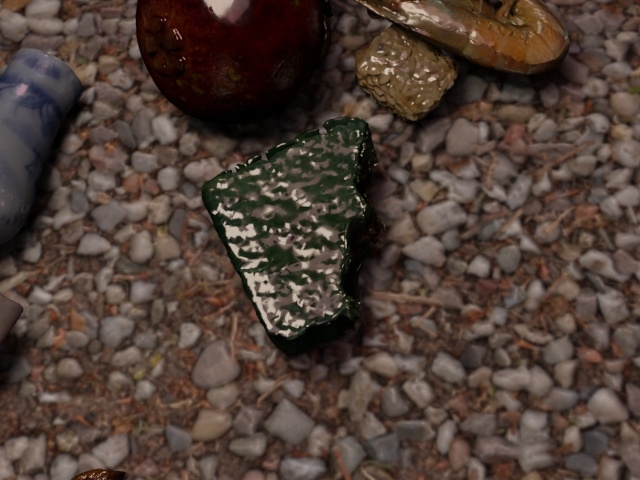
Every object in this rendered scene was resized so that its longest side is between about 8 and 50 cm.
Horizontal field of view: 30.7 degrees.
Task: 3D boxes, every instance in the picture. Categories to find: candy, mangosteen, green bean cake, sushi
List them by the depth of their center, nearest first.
[{"bbox_3d":[-0.234,0.262,1.146,0.099,0.047,0.050,-27,47,-6],"label":"sushi"},{"bbox_3d":[0.000,0.000,1.205,0.193,0.107,0.208,-23,65,-7],"label":"green bean cake"},{"bbox_3d":[-0.077,-0.245,1.287,0.215,0.215,0.257,41,48,22],"label":"mangosteen"},{"bbox_3d":[0.095,-0.189,1.300,0.110,0.085,0.095,42,85,10],"label":"candy"}]

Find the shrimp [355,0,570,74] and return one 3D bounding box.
[{"bbox_3d":[0.154,-0.252,1.281,0.251,0.052,0.144,20,48,-6],"label":"shrimp"}]

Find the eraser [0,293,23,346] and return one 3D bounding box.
[{"bbox_3d":[-0.503,0.160,1.158,0.272,0.122,0.359,18,69,32],"label":"eraser"}]

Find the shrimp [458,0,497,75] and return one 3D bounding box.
[{"bbox_3d":[0.163,-0.255,1.342,0.091,0.043,0.184,-30,59,1],"label":"shrimp"}]

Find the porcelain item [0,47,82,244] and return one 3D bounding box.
[{"bbox_3d":[-0.361,-0.092,1.283,0.141,0.141,0.259,20,60,15],"label":"porcelain item"}]
